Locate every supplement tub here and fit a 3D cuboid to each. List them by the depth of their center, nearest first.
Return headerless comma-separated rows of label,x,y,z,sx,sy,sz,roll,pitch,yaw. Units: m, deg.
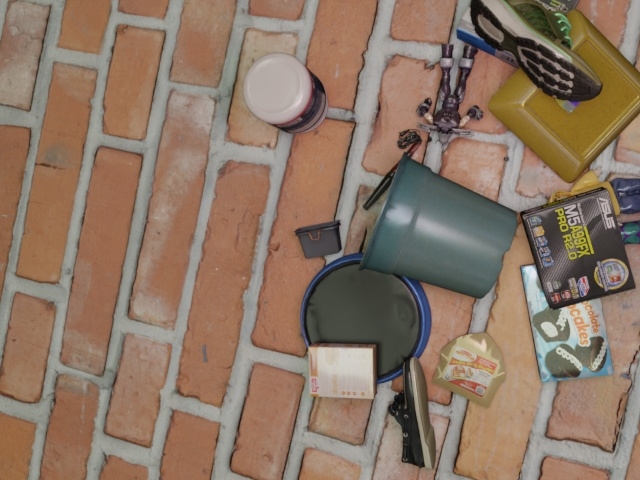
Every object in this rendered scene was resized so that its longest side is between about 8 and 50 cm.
supplement tub,-0.089,-0.406,1.775,0.191,0.272,0.191,0,91,14

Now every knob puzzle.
knob puzzle,0.433,0.349,1.782,0.213,0.030,0.213,0,91,15

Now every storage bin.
storage bin,0.000,0.000,1.858,0.135,0.098,0.091,-12,98,14

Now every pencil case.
pencil case,0.791,-0.012,1.668,0.152,0.064,0.070,-7,125,15

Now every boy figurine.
boy figurine,0.734,-0.115,1.661,0.286,0.092,0.177,-6,69,10

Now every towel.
towel,0.636,-0.369,1.579,0.060,0.009,0.083,39,100,-12

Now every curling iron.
curling iron,0.204,-0.205,1.828,0.068,0.035,0.274,33,98,16

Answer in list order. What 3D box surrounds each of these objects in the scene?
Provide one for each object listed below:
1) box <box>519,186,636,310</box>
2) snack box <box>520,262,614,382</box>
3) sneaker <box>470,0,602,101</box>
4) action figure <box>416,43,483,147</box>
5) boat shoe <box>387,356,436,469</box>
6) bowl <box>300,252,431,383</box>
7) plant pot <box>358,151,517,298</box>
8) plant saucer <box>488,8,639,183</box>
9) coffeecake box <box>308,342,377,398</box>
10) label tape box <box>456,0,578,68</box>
box,0.659,0.022,1.616,0.216,0.060,0.269,-17,98,14
snack box,0.666,0.212,1.705,0.187,0.060,0.321,-10,88,14
sneaker,0.556,-0.510,1.534,0.182,0.158,0.410,-36,65,-3
action figure,0.369,-0.398,1.756,0.186,0.099,0.284,10,97,7
boat shoe,0.249,0.488,1.773,0.113,0.127,0.339,-5,110,22
bowl,0.125,0.232,1.834,0.392,0.077,0.390,0,91,14
plant pot,0.316,-0.019,1.671,0.334,0.341,0.340,21,96,4
plant saucer,0.667,-0.364,1.628,0.333,0.081,0.332,39,101,-11
coffeecake box,0.063,0.367,1.777,0.186,0.068,0.142,-1,91,14
label tape box,0.560,-0.661,1.690,0.249,0.115,0.347,30,100,11
